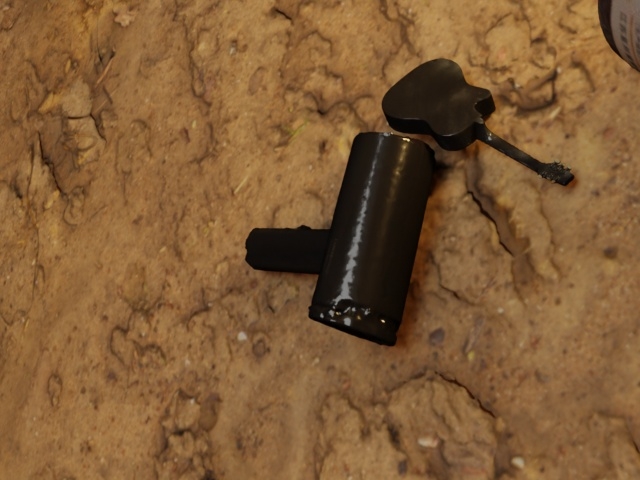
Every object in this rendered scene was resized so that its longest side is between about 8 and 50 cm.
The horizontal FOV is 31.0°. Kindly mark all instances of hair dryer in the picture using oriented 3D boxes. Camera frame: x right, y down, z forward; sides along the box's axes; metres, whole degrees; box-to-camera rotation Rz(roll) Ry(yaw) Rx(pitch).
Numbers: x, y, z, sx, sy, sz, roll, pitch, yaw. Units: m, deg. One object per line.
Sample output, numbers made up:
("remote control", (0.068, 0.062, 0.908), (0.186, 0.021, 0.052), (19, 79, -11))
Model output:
("hair dryer", (0.000, 0.000, 1.160), (0.251, 0.089, 0.197), (-3, 69, 52))

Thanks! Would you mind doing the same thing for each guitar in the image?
("guitar", (0.150, -0.104, 1.078), (0.088, 0.025, 0.233), (-40, 45, -12))

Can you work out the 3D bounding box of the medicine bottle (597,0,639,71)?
("medicine bottle", (0.339, -0.145, 0.815), (0.165, 0.165, 0.273), (-53, 43, 13))
